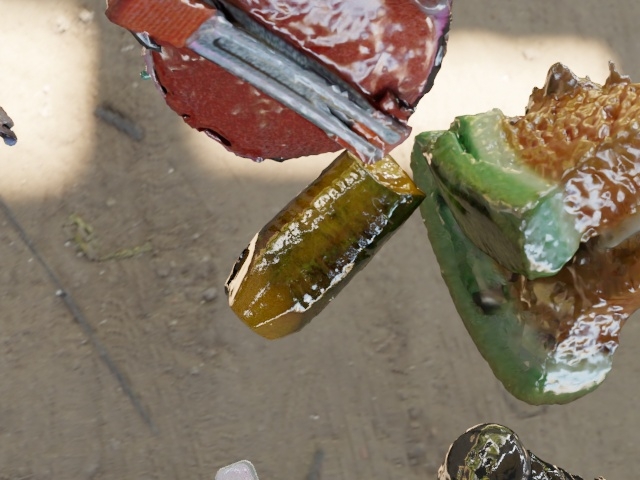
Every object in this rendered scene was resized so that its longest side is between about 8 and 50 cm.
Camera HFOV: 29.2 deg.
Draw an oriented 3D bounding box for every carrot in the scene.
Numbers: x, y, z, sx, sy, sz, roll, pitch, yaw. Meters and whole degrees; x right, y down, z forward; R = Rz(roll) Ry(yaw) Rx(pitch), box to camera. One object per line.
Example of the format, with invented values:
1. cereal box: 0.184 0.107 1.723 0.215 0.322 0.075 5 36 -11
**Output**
1. carrot: 0.000 0.000 0.952 0.082 0.082 0.173 41 93 -16

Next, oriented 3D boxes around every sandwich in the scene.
1. sandwich: 0.192 -0.024 0.909 0.162 0.301 0.250 0 67 -45

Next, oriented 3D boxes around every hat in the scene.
1. hat: -0.024 -0.137 0.524 0.140 0.129 0.227 12 45 -19

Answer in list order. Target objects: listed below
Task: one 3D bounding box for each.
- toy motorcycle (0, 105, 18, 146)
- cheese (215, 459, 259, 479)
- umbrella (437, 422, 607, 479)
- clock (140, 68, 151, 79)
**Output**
1. toy motorcycle: -0.480 -0.133 1.262 0.241 0.182 0.319 50 10 36
2. cheese: -0.041 0.339 1.203 0.127 0.050 0.255 -19 87 -1
3. umbrella: 0.193 0.236 0.815 0.358 0.113 0.106 44 20 -36
4. clock: -0.096 -0.219 1.271 0.211 0.159 0.066 -43 118 -49
